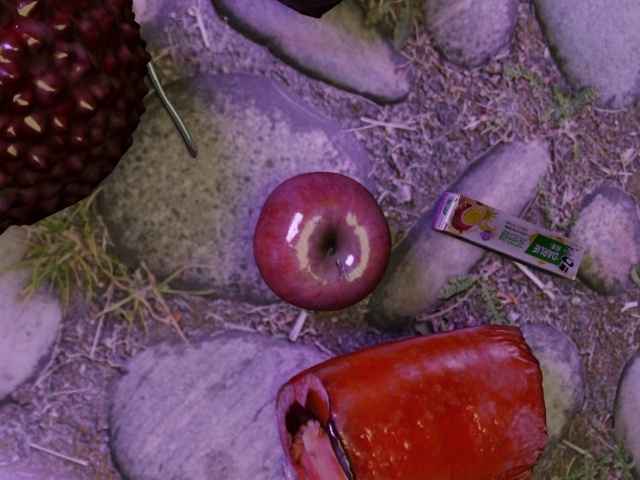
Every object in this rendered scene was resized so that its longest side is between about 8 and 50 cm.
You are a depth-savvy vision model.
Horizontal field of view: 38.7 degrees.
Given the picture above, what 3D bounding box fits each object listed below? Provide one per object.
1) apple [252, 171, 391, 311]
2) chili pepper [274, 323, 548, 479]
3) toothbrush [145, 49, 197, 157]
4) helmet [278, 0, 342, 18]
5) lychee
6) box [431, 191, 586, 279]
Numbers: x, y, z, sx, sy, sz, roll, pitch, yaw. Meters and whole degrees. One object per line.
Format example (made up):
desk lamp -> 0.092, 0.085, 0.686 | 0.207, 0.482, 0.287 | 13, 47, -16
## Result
apple -> 0.000, 0.000, 0.992 | 0.154, 0.120, 0.153 | -2, 95, -19
chili pepper -> 0.124, 0.232, 1.029 | 0.306, 0.229, 0.251 | -10, 87, -18
toothbrush -> -0.172, -0.173, 0.949 | 0.019, 0.013, 0.193 | -32, 109, -22
helmet -> -0.022, -0.330, 0.897 | 0.189, 0.193, 0.215 | 29, 60, -22
lychee -> -0.300, -0.146, 0.755 | 0.306, 0.330, 0.305 | 0, 87, 8
box -> 0.234, -0.004, 1.122 | 0.207, 0.041, 0.049 | 20, 90, -23
